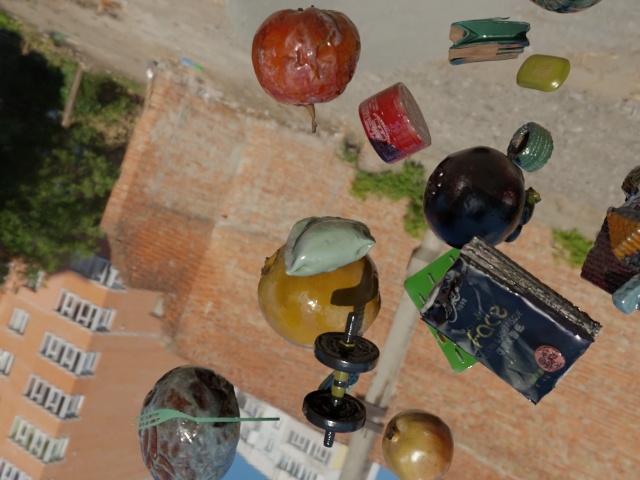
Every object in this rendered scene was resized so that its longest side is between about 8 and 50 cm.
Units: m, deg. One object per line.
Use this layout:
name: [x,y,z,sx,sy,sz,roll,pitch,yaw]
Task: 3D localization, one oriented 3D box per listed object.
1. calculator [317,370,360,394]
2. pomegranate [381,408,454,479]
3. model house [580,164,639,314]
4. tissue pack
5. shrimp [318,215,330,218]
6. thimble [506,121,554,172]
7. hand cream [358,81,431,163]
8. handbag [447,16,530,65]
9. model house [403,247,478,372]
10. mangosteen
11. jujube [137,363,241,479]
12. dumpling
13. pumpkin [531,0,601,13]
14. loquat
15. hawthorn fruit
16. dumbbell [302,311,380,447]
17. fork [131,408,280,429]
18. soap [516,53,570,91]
calculator: [0.036,0.344,1.703,0.021,0.153,0.095,31,153,44]
pomegranate: [0.244,0.523,1.859,0.191,0.191,0.191,20,-179,0]
model house: [0.826,0.024,1.867,0.297,0.339,0.360,51,179,-21]
tissue pack: [0.388,0.174,1.553,0.332,0.245,0.123,38,-139,14]
shrimp: [-0.005,-0.027,1.632,0.038,0.092,0.029,63,160,-17]
thimble: [0.621,-0.274,2.163,0.090,0.135,0.118,28,144,-18]
hand cream: [0.226,-0.356,2.233,0.149,0.230,0.230,-25,162,20]
handbag: [0.508,-0.606,2.226,0.239,0.089,0.326,0,-176,9]
model house: [0.453,0.224,2.214,0.357,0.243,0.313,59,-171,29]
mangosteen: [0.428,-0.099,1.998,0.297,0.297,0.313,21,160,51]
jujube: [-0.294,0.416,1.623,0.216,0.307,0.246,-2,-149,-17]
dumpling: [0.005,0.011,1.569,0.217,0.104,0.149,-24,-162,-21]
pumpkin: [0.337,-0.397,1.019,0.167,0.125,0.167,33,144,29]
loquat: [-0.002,0.133,1.908,0.329,0.328,0.328,20,-179,0]
hawthorn fruit: [-0.030,-0.368,1.585,0.242,0.271,0.242,0,-167,0]
dumbbell: [0.043,0.303,1.572,0.143,0.325,0.143,10,-163,-3]
fork: [-0.183,0.285,1.176,0.235,0.039,0.021,-2,-135,-3]
soap: [0.512,-0.389,1.690,0.045,0.088,0.140,26,-177,-35]
